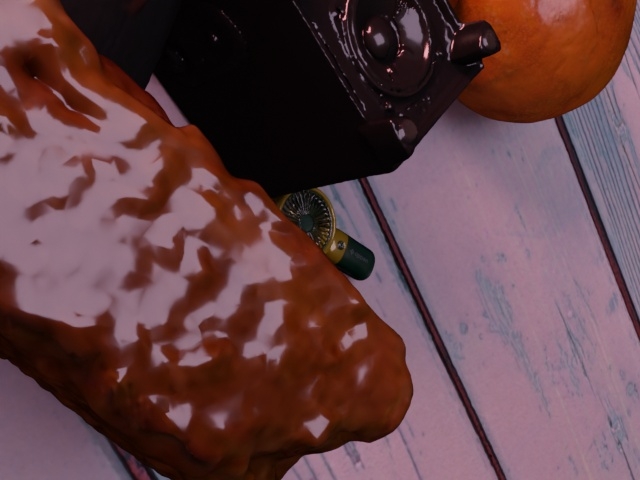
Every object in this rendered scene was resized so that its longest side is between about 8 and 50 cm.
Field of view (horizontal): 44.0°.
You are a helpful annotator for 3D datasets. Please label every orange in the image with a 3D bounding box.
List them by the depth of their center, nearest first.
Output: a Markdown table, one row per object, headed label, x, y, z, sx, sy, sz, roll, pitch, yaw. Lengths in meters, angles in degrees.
| label | x | y | z | sx | sy | sz | roll | pitch | yaw |
| --- | --- | --- | --- | --- | --- | --- | --- | --- | --- |
| orange | 0.256 | -0.285 | 0.969 | 0.284 | 0.226 | 0.283 | -4 | 95 | -42 |

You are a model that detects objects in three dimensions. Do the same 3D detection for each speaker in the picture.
| label | x | y | z | sx | sy | sz | roll | pitch | yaw |
| --- | --- | --- | --- | --- | --- | --- | --- | --- | --- |
| speaker | -0.012 | -0.180 | 0.726 | 0.184 | 0.254 | 0.232 | -49 | 117 | -31 |

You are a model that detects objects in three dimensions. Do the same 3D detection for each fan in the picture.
| label | x | y | z | sx | sy | sz | roll | pitch | yaw |
| --- | --- | --- | --- | --- | --- | --- | --- | --- | --- |
| fan | 0.000 | 0.000 | 0.859 | 0.155 | 0.039 | 0.082 | 34 | 67 | -34 |

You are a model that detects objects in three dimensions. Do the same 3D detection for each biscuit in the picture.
| label | x | y | z | sx | sy | sz | roll | pitch | yaw |
| --- | --- | --- | --- | --- | --- | --- | --- | --- | --- |
| biscuit | -0.167 | 0.011 | 0.537 | 0.395 | 0.343 | 0.166 | 46 | 65 | -24 |

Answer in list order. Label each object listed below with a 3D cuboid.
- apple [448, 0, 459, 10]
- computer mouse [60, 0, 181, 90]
| label | x | y | z | sx | sy | sz | roll | pitch | yaw |
| --- | --- | --- | --- | --- | --- | --- | --- | --- | --- |
| apple | 0.057 | -0.297 | 0.838 | 0.181 | 0.181 | 0.168 | -29 | 109 | -36 |
| computer mouse | -0.127 | -0.243 | 0.545 | 0.168 | 0.087 | 0.295 | 54 | 35 | -70 |
